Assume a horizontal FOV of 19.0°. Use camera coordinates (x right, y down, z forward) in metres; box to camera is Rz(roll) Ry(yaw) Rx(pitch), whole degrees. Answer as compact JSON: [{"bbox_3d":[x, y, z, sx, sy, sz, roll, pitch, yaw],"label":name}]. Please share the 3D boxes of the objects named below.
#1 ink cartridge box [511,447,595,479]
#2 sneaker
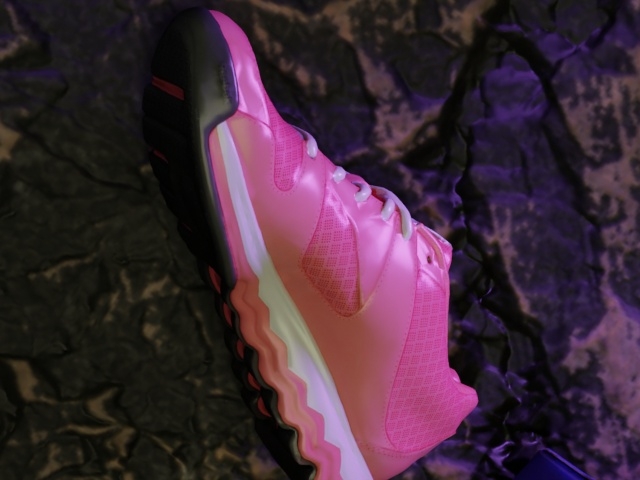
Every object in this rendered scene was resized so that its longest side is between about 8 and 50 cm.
[{"bbox_3d":[0.146,0.315,1.118,0.395,0.151,0.270,-47,108,-4],"label":"ink cartridge box"},{"bbox_3d":[0.000,0.000,1.069,0.136,0.116,0.314,-25,117,-13],"label":"sneaker"}]
